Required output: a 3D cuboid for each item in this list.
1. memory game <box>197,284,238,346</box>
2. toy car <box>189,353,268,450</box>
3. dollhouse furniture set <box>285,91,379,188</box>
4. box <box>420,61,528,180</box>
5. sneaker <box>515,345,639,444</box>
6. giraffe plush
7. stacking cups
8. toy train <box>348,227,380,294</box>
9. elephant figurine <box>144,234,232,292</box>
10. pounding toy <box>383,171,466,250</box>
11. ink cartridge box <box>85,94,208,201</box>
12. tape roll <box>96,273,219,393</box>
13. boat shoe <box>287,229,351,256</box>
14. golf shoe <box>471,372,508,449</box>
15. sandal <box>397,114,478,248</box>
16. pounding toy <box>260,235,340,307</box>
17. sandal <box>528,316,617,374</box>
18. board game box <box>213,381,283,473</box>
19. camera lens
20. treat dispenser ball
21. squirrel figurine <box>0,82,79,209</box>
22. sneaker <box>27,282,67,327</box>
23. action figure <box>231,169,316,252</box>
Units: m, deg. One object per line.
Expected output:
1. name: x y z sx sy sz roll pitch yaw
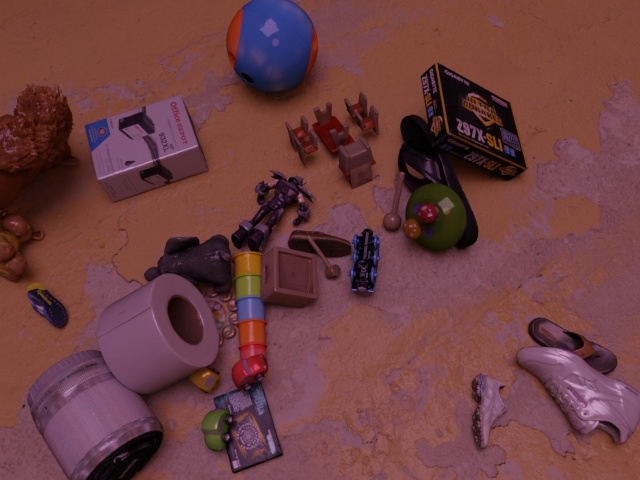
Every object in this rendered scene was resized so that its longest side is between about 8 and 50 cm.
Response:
1. memory game: -0.302 0.205 1.550 0.186 0.012 0.186 -2 62 4
2. toy car: -0.243 0.385 1.383 0.239 0.053 0.225 -9 62 28
3. dollhouse furniture set: 0.061 -0.294 1.747 0.262 0.135 0.259 -24 52 -9
4. box: 0.440 -0.337 1.653 0.322 0.079 0.257 17 58 -30
5. sneaker: 0.598 0.356 1.353 0.305 0.114 0.152 28 66 17
6. giraffe plush: -0.884 -0.002 1.636 0.210 0.181 0.170 -6 43 40
7. stacking cups: -0.175 0.190 1.514 0.096 0.096 0.316 -8 66 -1
8. toy train: 0.121 0.061 1.546 0.080 0.105 0.184 2 62 10
9. elephant figurine: -0.358 0.069 1.528 0.239 0.186 0.169 -3 35 -10
10. pounding toy: 0.258 -0.065 1.533 0.236 0.183 0.110 28 29 36
11. ink cartridge box: -0.527 -0.283 1.756 0.307 0.129 0.223 -20 62 -7
12. tape roll: -0.384 0.223 1.389 0.169 0.246 0.246 -29 61 18
13. boat shoe: 0.000 0.000 1.609 0.177 0.064 0.060 7 40 0
14. golf shoe: 0.406 0.407 1.370 0.086 0.069 0.176 9 64 2
15. sandal: 0.303 -0.176 1.622 0.107 0.168 0.446 -16 63 -9
16. pounding toy: -0.054 0.083 1.551 0.206 0.094 0.181 13 60 -29
17. sandal: 0.628 0.258 1.434 0.219 0.060 0.090 35 70 20
18. board game box: -0.177 0.452 1.405 0.126 0.026 0.186 -18 62 -6
19. camera lens: -0.517 0.420 1.335 0.219 0.219 0.274 -39 66 -16
20. treat dispenser ball: -0.151 -0.614 1.816 0.288 0.288 0.288 -2 62 3
21. squirrel figurine: -0.840 -0.262 1.646 0.397 0.370 0.281 -24 98 29
22. sneaker: -0.745 0.183 1.574 0.144 0.059 0.053 49 43 8
23. action figure: -0.134 -0.089 1.652 0.185 0.099 0.285 27 63 24
